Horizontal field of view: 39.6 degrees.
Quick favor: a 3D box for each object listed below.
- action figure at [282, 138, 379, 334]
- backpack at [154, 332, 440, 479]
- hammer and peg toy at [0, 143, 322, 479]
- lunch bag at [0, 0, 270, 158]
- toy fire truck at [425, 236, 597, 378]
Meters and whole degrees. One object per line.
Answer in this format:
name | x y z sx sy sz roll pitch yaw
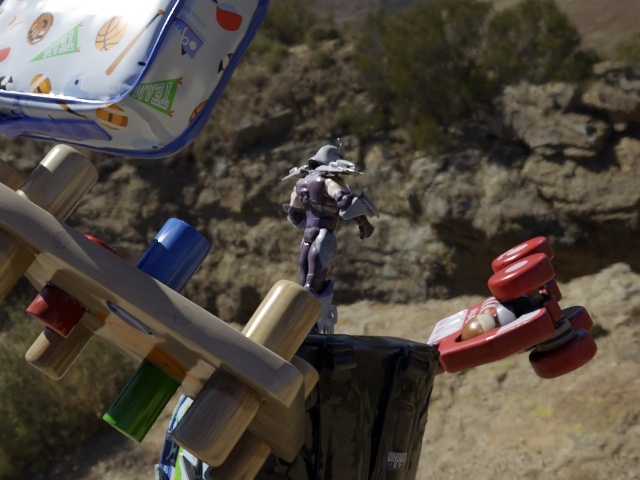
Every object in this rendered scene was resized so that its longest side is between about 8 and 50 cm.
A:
action figure | 0.000 0.000 1.202 0.099 0.284 0.185 12 -7 -19
backpack | -0.036 0.276 0.905 0.273 0.355 0.290 -8 -10 41
hammer and peg toy | -0.169 0.043 0.658 0.127 0.361 0.266 -56 -11 -19
lunch bag | -0.214 -0.196 0.883 0.303 0.115 0.243 11 69 37
toy fire truck | 0.278 0.135 1.400 0.254 0.169 0.302 -29 2 18
